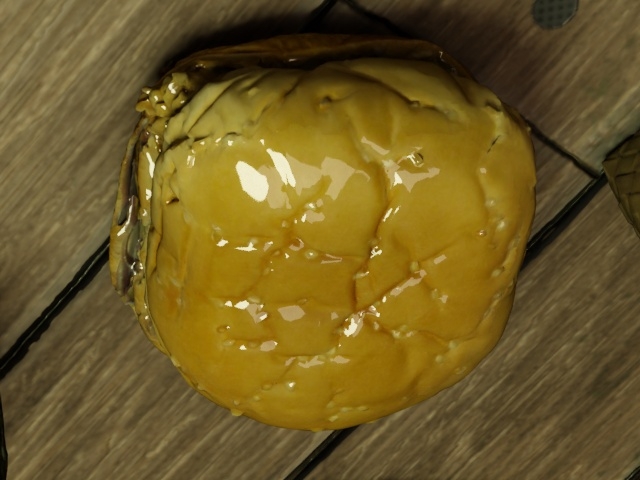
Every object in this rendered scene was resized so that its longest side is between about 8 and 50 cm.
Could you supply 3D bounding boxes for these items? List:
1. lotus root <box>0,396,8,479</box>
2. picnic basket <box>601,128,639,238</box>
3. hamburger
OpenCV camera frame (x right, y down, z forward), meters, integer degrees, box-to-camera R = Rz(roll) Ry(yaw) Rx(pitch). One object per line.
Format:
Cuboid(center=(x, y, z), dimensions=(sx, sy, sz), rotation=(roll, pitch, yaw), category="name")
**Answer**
Cuboid(center=(-0.380, 0.133, 1.065), dimensions=(0.346, 0.250, 0.250), rotation=(-7, 128, -14), category="lotus root")
Cuboid(center=(0.307, -0.011, 1.233), dimensions=(0.128, 0.138, 0.178), rotation=(-43, 121, 16), category="picnic basket")
Cuboid(center=(0.000, 0.000, 1.134), dimensions=(0.318, 0.158, 0.319), rotation=(-7, 127, -10), category="hamburger")
